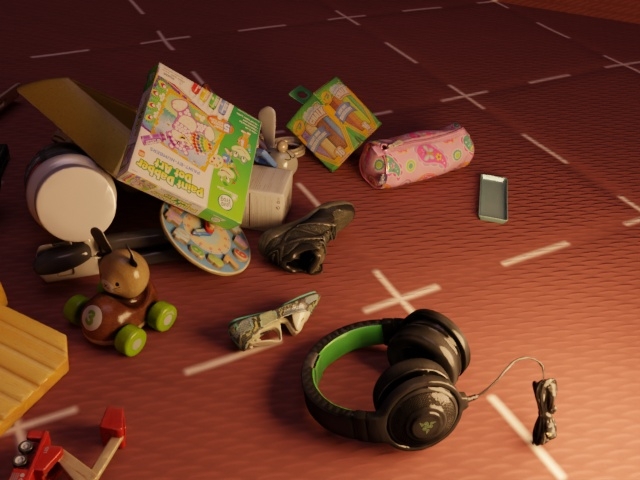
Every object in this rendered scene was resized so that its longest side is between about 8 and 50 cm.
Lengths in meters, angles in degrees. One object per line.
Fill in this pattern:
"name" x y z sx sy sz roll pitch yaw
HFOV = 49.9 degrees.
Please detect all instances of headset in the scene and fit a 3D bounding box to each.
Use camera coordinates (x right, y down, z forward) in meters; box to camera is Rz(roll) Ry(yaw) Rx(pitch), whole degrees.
"headset" 0.168 0.239 1.090 0.394 0.185 0.243 -1 30 18

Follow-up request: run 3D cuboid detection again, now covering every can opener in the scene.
"can opener" -0.393 0.030 1.307 0.283 0.076 0.095 -9 19 -18

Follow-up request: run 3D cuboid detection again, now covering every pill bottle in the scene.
"pill bottle" -0.486 -0.097 1.333 0.161 0.161 0.283 -12 18 -21

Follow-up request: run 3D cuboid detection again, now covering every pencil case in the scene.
"pencil case" 0.234 -0.207 1.667 0.284 0.124 0.124 -14 41 -26

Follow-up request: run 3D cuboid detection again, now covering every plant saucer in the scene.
"plant saucer" -0.404 -0.219 1.445 0.332 0.081 0.333 40 10 20
"plant saucer" 0.409 -0.100 1.631 0.067 0.018 0.192 11 38 7

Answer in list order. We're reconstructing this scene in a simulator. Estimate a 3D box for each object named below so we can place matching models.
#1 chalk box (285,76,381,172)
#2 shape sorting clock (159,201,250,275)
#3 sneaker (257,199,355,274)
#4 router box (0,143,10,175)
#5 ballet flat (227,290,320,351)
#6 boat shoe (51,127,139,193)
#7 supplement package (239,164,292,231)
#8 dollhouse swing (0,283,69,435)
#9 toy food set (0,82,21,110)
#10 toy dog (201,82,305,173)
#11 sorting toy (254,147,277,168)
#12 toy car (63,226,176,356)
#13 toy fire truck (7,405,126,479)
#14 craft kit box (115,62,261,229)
"chalk box" 0.017 -0.303 1.684 0.213 0.132 0.132 45 43 -5
"shape sorting clock" -0.222 -0.016 1.354 0.206 0.040 0.206 29 31 -20
"sneaker" 0.000 0.000 1.397 0.227 0.087 0.130 -25 48 -30
"router box" -0.777 -0.177 1.579 0.092 0.038 0.122 -1 37 -8
"ballet flat" -0.072 0.148 1.220 0.188 0.070 0.070 -19 43 -26
"boat shoe" -0.511 -0.185 1.578 0.110 0.121 0.341 -47 51 -4
"supplement package" -0.158 -0.097 1.487 0.179 0.105 0.105 10 38 5
"dollhouse swing" -0.604 0.116 1.026 0.305 0.315 0.347 9 35 24
"toy food set" -0.968 -0.372 1.772 0.306 0.092 0.220 10 37 6
"toy dog" -0.199 -0.279 1.679 0.333 0.161 0.220 12 38 9
"sorting toy" -0.251 -0.201 1.572 0.347 0.196 0.047 22 74 21
"toy car" -0.347 0.072 1.171 0.155 0.188 0.149 24 41 24
"toy fire truck" -0.356 0.319 0.960 0.135 0.047 0.192 5 37 -2
"craft kit box" -0.245 -0.179 1.335 0.250 0.061 0.247 25 62 -33
